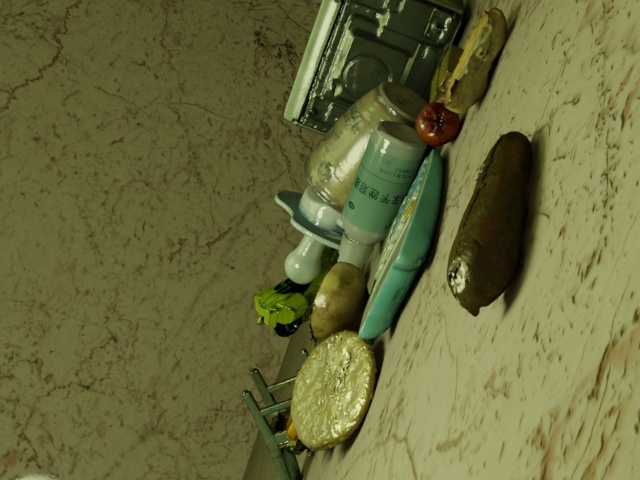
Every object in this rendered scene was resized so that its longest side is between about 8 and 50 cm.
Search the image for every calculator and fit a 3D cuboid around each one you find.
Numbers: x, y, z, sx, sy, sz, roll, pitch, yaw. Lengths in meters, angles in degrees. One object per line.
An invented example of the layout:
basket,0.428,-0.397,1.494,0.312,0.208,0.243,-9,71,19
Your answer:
calculator,0.152,-0.006,1.626,0.386,0.054,0.256,-72,4,-53

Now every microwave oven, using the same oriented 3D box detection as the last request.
microwave oven,0.124,-0.431,2.166,0.247,0.333,0.394,-69,0,-65

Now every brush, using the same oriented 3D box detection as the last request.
brush,0.247,-0.280,1.792,0.233,0.047,0.103,-75,7,-47

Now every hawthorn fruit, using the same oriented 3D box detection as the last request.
hawthorn fruit,0.211,-0.208,1.658,0.093,0.081,0.081,54,-123,-86

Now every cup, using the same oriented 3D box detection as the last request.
cup,0.145,-0.202,1.962,0.301,0.227,0.257,-23,-24,-55

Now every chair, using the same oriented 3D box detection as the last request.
chair,-0.043,0.385,1.904,0.136,0.147,0.270,-75,-37,-76

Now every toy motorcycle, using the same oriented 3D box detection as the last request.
toy motorcycle,-0.024,0.080,2.261,0.142,0.206,0.342,8,45,47

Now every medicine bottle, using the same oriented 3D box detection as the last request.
medicine bottle,0.102,-0.062,1.826,0.110,0.110,0.352,-76,6,-62

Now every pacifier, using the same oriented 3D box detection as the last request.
pacifier,0.000,0.000,2.117,0.233,0.244,0.299,-61,28,16

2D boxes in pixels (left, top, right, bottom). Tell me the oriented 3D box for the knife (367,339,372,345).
knife,0.070,0.229,1.805,0.212,0.015,0.054,125,165,-69

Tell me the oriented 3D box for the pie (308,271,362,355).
pie,0.024,0.210,2.145,0.337,0.075,0.337,19,-90,-89

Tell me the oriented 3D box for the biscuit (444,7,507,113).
biscuit,0.264,-0.298,1.538,0.118,0.061,0.183,-104,37,-87

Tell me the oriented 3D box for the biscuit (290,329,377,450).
biscuit,0.019,0.259,1.590,0.220,0.033,0.220,-33,44,40

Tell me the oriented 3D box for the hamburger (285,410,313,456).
hamburger,-0.004,0.327,1.729,0.164,0.093,0.189,-87,21,-77

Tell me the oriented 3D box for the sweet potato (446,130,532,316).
sweet potato,0.197,-0.038,1.026,0.075,0.075,0.273,116,176,-54

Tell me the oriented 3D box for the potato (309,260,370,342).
potato,0.049,0.129,1.684,0.164,0.081,0.200,-62,-24,-19
